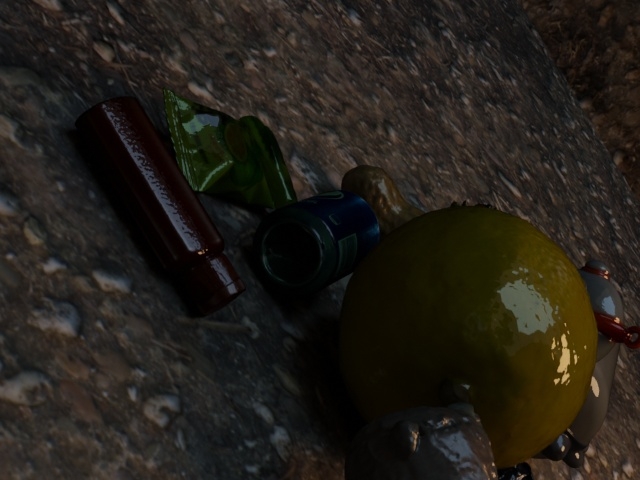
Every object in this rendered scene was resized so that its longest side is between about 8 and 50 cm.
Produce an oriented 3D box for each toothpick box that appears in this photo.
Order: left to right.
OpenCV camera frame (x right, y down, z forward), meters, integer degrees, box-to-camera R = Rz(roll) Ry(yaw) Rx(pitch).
[{"bbox_3d":[0.340,0.203,1.939,0.229,0.229,0.316,51,26,-8],"label":"toothpick box"}]

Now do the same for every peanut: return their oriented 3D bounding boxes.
[{"bbox_3d":[0.114,-0.017,1.931,0.226,0.108,0.095,52,29,-2],"label":"peanut"}]

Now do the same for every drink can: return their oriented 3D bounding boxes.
[{"bbox_3d":[0.000,0.000,1.682,0.118,0.118,0.205,57,23,5],"label":"drink can"}]

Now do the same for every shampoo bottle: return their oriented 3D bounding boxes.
[{"bbox_3d":[-0.175,-0.039,1.466,0.260,0.064,0.102,57,23,6],"label":"shampoo bottle"}]

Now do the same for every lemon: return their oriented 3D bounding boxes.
[{"bbox_3d":[0.177,0.122,1.588,0.348,0.348,0.348,42,27,-27],"label":"lemon"}]

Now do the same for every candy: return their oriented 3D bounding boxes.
[{"bbox_3d":[-0.126,-0.111,1.653,0.246,0.069,0.149,17,49,-63],"label":"candy"}]

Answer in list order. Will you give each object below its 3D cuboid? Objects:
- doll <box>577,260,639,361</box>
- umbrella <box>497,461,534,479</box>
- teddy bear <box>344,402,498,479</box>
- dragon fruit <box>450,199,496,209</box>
[{"bbox_3d":[0.292,0.092,1.785,0.336,0.200,0.105,19,-14,38],"label":"doll"},{"bbox_3d":[0.266,0.391,1.698,0.090,0.094,0.326,10,47,-39],"label":"umbrella"},{"bbox_3d":[0.125,0.306,1.367,0.151,0.236,0.267,-4,74,-74],"label":"teddy bear"},{"bbox_3d":[0.262,0.019,2.148,0.175,0.142,0.138,-61,151,-42],"label":"dragon fruit"}]
